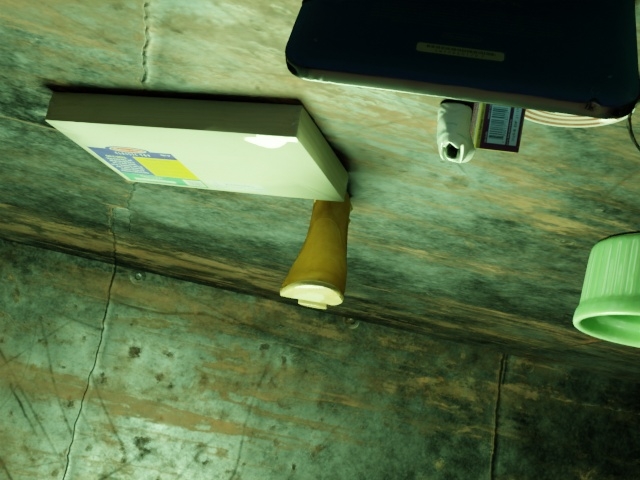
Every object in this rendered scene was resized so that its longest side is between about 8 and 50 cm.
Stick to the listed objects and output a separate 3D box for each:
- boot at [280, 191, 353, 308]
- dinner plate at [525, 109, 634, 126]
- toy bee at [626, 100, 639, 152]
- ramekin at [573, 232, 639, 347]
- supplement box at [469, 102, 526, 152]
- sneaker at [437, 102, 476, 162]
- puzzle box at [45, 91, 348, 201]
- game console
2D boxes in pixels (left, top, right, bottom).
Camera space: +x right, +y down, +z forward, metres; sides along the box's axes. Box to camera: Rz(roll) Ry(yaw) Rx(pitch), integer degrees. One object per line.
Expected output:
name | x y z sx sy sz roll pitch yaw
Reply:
boot | 0.001 0.000 1.486 0.104 0.211 0.295 9 172 1
dinner plate | 0.290 -0.161 1.025 0.141 0.017 0.141 9 170 2
toy bee | 0.495 -0.101 0.903 0.162 0.298 0.195 -12 140 -28
ramekin | 0.602 0.093 1.537 0.304 0.148 0.303 10 166 3
supplement box | 0.170 -0.120 0.854 0.043 0.055 0.083 6 -161 3
sneaker | 0.175 -0.127 1.170 0.054 0.061 0.152 5 166 16
puzzle box | -0.183 -0.145 1.386 0.409 0.052 0.272 6 166 18
game console | 0.133 -0.165 0.847 0.293 0.250 0.173 8 139 8
